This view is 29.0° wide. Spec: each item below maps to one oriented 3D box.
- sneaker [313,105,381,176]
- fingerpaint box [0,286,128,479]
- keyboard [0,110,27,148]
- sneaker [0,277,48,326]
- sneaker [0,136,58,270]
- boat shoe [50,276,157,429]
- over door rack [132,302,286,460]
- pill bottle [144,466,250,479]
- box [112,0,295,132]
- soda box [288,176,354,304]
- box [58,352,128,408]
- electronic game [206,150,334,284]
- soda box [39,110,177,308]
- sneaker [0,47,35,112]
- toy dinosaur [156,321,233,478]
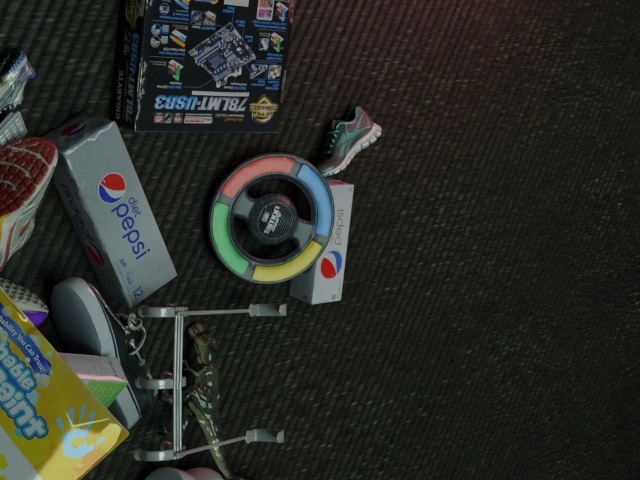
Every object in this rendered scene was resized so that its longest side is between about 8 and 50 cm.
[{"bbox_3d":[0.031,-0.175,2.178,0.166,0.065,0.076,-45,114,-27],"label":"sneaker"},{"bbox_3d":[-0.522,0.191,1.495,0.371,0.163,0.445,-43,99,-19],"label":"fingerpaint box"},{"bbox_3d":[-0.497,-0.074,1.710,0.256,0.014,0.072,-51,165,-18],"label":"keyboard"},{"bbox_3d":[-0.528,0.130,1.726,0.293,0.102,0.146,1,110,-40],"label":"sneaker"},{"bbox_3d":[-0.442,-0.047,1.745,0.225,0.088,0.092,-56,164,5],"label":"sneaker"},{"bbox_3d":[-0.321,0.160,1.915,0.105,0.113,0.306,-44,133,-32],"label":"boat shoe"},{"bbox_3d":[-0.184,0.221,1.977,0.324,0.108,0.240,4,87,-57],"label":"over door rack"},{"bbox_3d":[-0.178,0.481,2.126,0.278,0.162,0.162,28,84,-45],"label":"pill bottle"},{"bbox_3d":[-0.174,-0.314,1.915,0.295,0.073,0.294,-5,108,-43],"label":"box"},{"bbox_3d":[0.000,0.000,2.192,0.073,0.069,0.216,-6,108,-42],"label":"soda box"},{"bbox_3d":[-0.467,0.247,1.768,0.322,0.058,0.232,13,128,-44],"label":"box"},{"bbox_3d":[-0.082,-0.037,2.076,0.229,0.048,0.229,-6,106,-22],"label":"electronic game"},{"bbox_3d":[-0.319,-0.045,1.857,0.098,0.091,0.286,-37,126,-27],"label":"soda box"},{"bbox_3d":[-0.441,-0.199,1.718,0.135,0.052,0.058,-56,138,-12],"label":"sneaker"},{"bbox_3d":[-0.211,0.274,2.049,0.118,0.064,0.268,-8,92,-26],"label":"toy dinosaur"}]
